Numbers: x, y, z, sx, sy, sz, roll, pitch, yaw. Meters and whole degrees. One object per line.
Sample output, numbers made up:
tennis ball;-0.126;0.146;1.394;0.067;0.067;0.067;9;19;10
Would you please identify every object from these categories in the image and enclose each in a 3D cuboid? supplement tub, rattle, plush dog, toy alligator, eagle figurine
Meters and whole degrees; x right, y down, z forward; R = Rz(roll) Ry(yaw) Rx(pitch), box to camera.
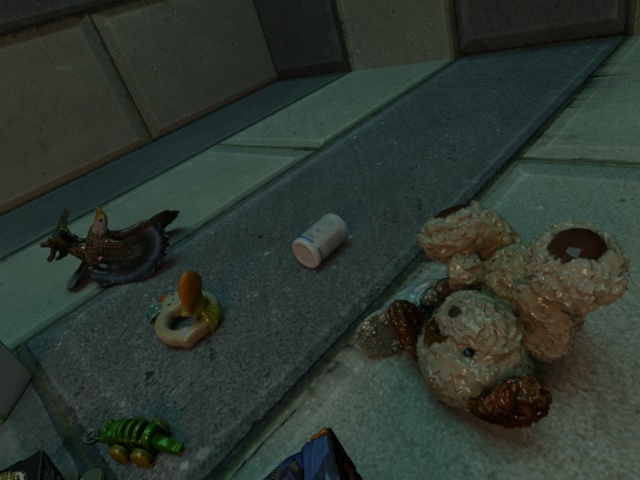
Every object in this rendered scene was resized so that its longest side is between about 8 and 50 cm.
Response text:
supplement tub;0.000;0.000;0.859;0.070;0.071;0.107;12;41;42
rattle;-0.287;0.107;0.785;0.199;0.143;0.130;23;68;41
plush dog;0.210;0.100;0.510;0.225;0.211;0.262;-45;27;-7
toy alligator;-0.277;0.270;0.588;0.189;0.052;0.056;-4;33;23
eagle figurine;-0.526;0.007;1.074;0.297;0.225;0.227;5;70;-17

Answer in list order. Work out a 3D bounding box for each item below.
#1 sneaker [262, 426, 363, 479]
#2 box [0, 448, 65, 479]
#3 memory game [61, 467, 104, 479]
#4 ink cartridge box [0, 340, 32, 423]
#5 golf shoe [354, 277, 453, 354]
sneaker;0.000;0.231;0.258;0.087;0.083;0.221;-29;23;5
box;-0.403;0.388;0.382;0.293;0.074;0.295;-24;27;-22
memory game;-0.332;0.365;0.504;0.186;0.012;0.186;-14;30;8
ink cartridge box;-0.700;0.245;0.720;0.272;0.199;0.115;-17;31;3
golf shoe;0.124;0.111;0.636;0.176;0.069;0.086;-23;10;-14
